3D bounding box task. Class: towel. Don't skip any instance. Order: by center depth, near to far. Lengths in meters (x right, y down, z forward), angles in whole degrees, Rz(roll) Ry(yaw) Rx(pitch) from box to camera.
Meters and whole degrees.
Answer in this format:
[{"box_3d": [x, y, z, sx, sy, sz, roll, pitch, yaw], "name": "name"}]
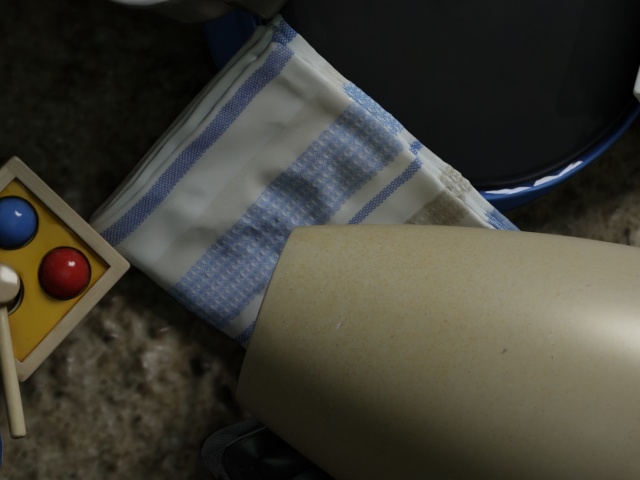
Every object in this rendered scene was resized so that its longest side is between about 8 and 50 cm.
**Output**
[{"box_3d": [0.000, 0.000, 1.160, 0.285, 0.034, 0.209, 39, 105, -20], "name": "towel"}]

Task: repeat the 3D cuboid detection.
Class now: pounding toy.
[{"box_3d": [-0.212, 0.037, 1.096, 0.130, 0.100, 0.141, 45, 77, -15], "name": "pounding toy"}]

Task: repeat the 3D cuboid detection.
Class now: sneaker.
[{"box_3d": [-0.042, 0.221, 1.165, 0.153, 0.101, 0.268, 38, 76, -13], "name": "sneaker"}]

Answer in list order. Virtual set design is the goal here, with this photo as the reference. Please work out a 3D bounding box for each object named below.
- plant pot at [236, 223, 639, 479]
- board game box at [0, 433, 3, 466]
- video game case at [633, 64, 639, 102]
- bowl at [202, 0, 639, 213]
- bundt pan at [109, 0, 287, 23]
[{"box_3d": [0.091, 0.094, 1.082, 0.274, 0.256, 0.256, 18, 85, 4], "name": "plant pot"}, {"box_3d": [-0.324, 0.081, 1.041, 0.194, 0.060, 0.194, -10, 120, 21], "name": "board game box"}, {"box_3d": [0.290, -0.168, 1.247, 0.022, 0.190, 0.173, 14, 84, 24], "name": "video game case"}, {"box_3d": [0.101, -0.209, 1.217, 0.391, 0.077, 0.391, 0, 91, -19], "name": "bowl"}, {"box_3d": [-0.063, -0.290, 1.071, 0.331, 0.124, 0.331, -5, 76, 19], "name": "bundt pan"}]
